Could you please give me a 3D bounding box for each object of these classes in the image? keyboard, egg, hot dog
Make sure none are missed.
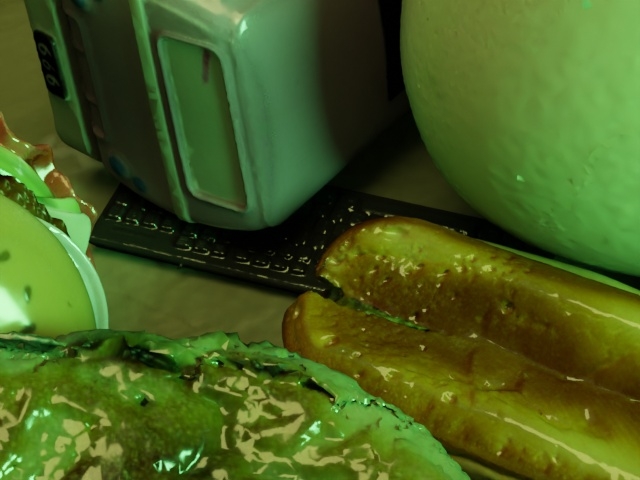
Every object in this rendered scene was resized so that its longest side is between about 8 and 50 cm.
[{"bbox_3d":[0.000,0.000,0.824,0.202,0.011,0.067,13,51,17],"label":"keyboard"},{"bbox_3d":[0.161,-0.059,0.747,0.286,0.174,0.264,25,10,3],"label":"egg"},{"bbox_3d":[0.097,0.062,0.721,0.249,0.068,0.100,22,66,26],"label":"hot dog"}]

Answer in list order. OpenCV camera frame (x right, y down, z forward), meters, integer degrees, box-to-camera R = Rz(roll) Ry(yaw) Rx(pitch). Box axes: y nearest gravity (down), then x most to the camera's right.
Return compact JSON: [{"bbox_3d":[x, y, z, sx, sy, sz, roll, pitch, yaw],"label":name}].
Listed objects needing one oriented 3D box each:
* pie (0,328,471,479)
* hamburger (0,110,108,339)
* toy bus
[{"bbox_3d":[-0.059,0.162,0.593,0.302,0.067,0.302,4,69,-11],"label":"pie"},{"bbox_3d":[-0.155,0.034,0.698,0.175,0.175,0.137,-22,22,-12],"label":"hamburger"},{"bbox_3d":[-0.019,-0.115,0.837,0.142,0.142,0.202,24,51,34],"label":"toy bus"}]
